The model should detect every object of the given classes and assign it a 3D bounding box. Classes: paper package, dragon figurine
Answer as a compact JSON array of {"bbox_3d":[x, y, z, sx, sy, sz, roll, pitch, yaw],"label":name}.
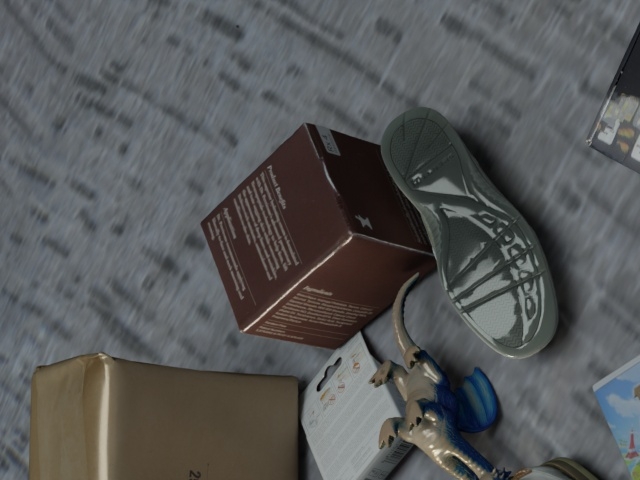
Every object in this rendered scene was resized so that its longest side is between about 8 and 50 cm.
[{"bbox_3d":[-0.181,0.311,2.076,0.168,0.310,0.324,-11,74,46],"label":"paper package"},{"bbox_3d":[0.137,0.184,1.958,0.085,0.144,0.289,-42,38,32],"label":"dragon figurine"}]

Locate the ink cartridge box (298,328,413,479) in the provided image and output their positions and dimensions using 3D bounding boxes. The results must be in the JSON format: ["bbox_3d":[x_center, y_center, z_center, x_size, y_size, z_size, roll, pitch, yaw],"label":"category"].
[{"bbox_3d":[0.044,0.211,2.085,0.145,0.045,0.179,-53,34,23],"label":"ink cartridge box"}]

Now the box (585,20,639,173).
[{"bbox_3d":[0.483,-0.155,1.694,0.395,0.097,0.318,35,109,40],"label":"box"}]

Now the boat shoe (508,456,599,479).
[{"bbox_3d":[0.294,0.327,1.759,0.302,0.103,0.113,30,124,45],"label":"boat shoe"}]

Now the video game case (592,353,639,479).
[{"bbox_3d":[0.393,0.179,1.766,0.212,0.023,0.193,-39,58,31],"label":"video game case"}]

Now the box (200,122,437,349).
[{"bbox_3d":[0.000,0.000,2.058,0.203,0.167,0.168,-41,54,29],"label":"box"}]

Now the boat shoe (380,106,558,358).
[{"bbox_3d":[0.175,-0.006,1.962,0.118,0.103,0.320,-36,64,10],"label":"boat shoe"}]
